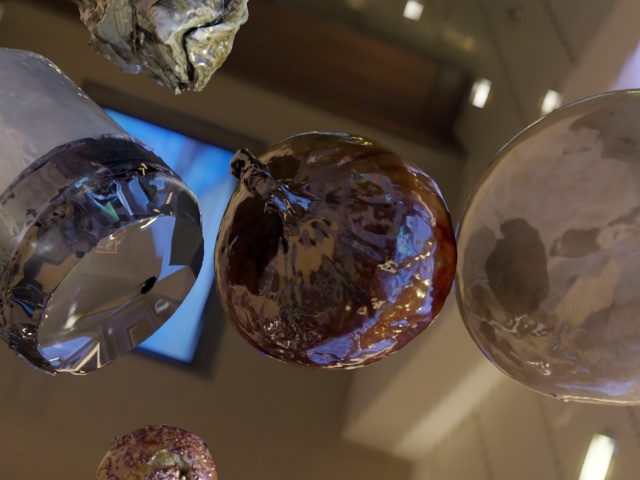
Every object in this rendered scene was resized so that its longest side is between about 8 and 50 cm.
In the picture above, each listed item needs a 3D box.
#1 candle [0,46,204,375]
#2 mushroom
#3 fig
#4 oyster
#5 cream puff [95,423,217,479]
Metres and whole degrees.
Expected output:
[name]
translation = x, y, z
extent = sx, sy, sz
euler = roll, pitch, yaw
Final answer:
[candle]
translation = -0.273, -0.048, 1.793
extent = 0.342, 0.221, 0.221
euler = 43, -57, 34
[mushroom]
translation = 0.317, 0.023, 1.974
extent = 0.295, 0.362, 0.362
euler = 58, 34, -43
[fig]
translation = 0.008, 0.010, 1.825
extent = 0.214, 0.235, 0.235
euler = 44, 64, -82
[oyster]
translation = -0.153, -0.237, 1.813
extent = 0.351, 0.158, 0.162
euler = -119, -146, -61
[cream puff]
translation = -0.177, 0.274, 2.122
extent = 0.084, 0.149, 0.149
euler = 27, -82, 57
